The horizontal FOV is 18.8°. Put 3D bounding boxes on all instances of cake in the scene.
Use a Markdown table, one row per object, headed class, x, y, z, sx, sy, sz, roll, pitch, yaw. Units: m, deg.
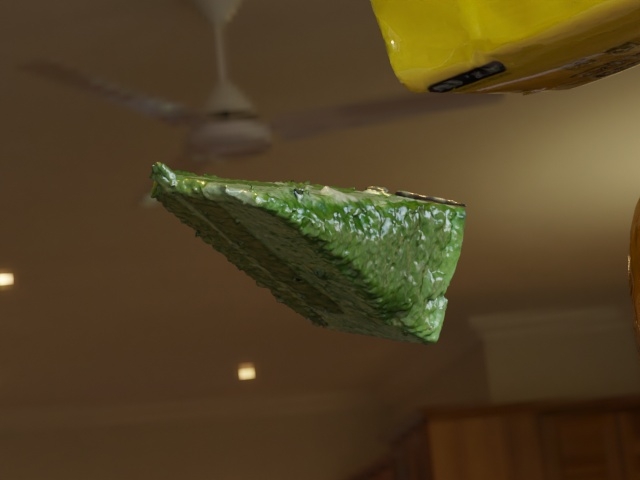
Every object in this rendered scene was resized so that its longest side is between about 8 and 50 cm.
| class | x | y | z | sx | sy | sz | roll | pitch | yaw |
| --- | --- | --- | --- | --- | --- | --- | --- | --- | --- |
| cake | -0.011 | 0.011 | 1.181 | 0.100 | 0.099 | 0.235 | 9 | 2 | 32 |

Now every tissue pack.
| class | x | y | z | sx | sy | sz | roll | pitch | yaw |
| --- | --- | --- | --- | --- | --- | --- | --- | --- | --- |
| tissue pack | 0.249 | -0.257 | 1.391 | 0.382 | 0.228 | 0.293 | -21 | -6 | 30 |

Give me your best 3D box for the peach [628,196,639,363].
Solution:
| class | x | y | z | sx | sy | sz | roll | pitch | yaw |
| --- | --- | --- | --- | --- | --- | --- | --- | --- | --- |
| peach | 0.311 | 0.023 | 0.766 | 0.373 | 0.372 | 0.290 | -17 | 19 | 36 |
